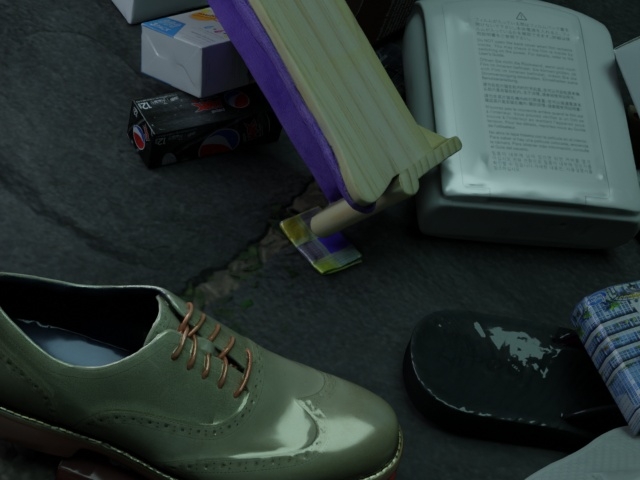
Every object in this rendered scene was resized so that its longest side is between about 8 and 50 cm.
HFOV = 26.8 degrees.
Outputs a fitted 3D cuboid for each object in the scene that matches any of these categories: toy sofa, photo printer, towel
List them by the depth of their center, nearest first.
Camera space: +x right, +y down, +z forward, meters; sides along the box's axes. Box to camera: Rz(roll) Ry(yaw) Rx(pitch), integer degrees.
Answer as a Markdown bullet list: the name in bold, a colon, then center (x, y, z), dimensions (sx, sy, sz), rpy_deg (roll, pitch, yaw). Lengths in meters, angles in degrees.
- **toy sofa**: center (-0.032, -0.185, 1.368), dimensions (0.177, 0.150, 0.362), rpy_deg (-36, 98, -43)
- **towel**: center (0.000, 0.000, 1.428), dimensions (0.060, 0.009, 0.083), rpy_deg (-19, 57, -33)
- **photo printer**: center (0.221, -0.146, 1.532), dimensions (0.256, 0.107, 0.307), rpy_deg (4, 61, -14)

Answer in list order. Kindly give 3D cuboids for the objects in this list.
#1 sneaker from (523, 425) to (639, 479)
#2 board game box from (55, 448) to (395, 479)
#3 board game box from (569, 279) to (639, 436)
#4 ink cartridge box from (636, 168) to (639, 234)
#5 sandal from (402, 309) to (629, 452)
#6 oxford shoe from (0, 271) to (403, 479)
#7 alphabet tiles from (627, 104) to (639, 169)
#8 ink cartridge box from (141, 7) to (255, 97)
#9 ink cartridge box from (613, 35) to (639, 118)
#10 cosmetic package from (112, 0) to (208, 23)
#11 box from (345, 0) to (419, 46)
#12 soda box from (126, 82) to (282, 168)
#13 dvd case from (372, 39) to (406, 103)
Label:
- **sneaker**: center (0.274, 0.261, 1.204), dimensions (0.296, 0.146, 0.105), rpy_deg (-11, 20, -42)
- **board game box**: center (-0.078, 0.203, 1.202), dimensions (0.281, 0.027, 0.145), rpy_deg (20, 46, 1)
- **board game box**: center (0.366, 0.112, 1.265), dimensions (0.194, 0.060, 0.194), rpy_deg (-10, 49, -17)
- **ink cartridge box**: center (0.542, -0.045, 1.602), dimensions (0.371, 0.069, 0.175), rpy_deg (-18, 55, -28)
- **sandal**: center (0.307, 0.138, 1.334), dimensions (0.446, 0.107, 0.167), rpy_deg (6, 48, -14)
- **oxford shoe**: center (-0.111, 0.125, 1.140), dimensions (0.397, 0.146, 0.140), rpy_deg (11, 45, -9)
- **alphabet tiles**: center (0.505, -0.105, 1.696), dimensions (0.237, 0.009, 0.198), rpy_deg (12, 46, -7)
- **ink cartridge box**: center (-0.099, -0.220, 1.506), dimensions (0.104, 0.061, 0.181), rpy_deg (27, 35, 37)
- **ink cartridge box**: center (0.404, -0.167, 1.568), dimensions (0.127, 0.072, 0.175), rpy_deg (71, 16, 10)
- **cosmetic package**: center (-0.212, -0.423, 1.598), dimensions (0.138, 0.224, 0.224), rpy_deg (-22, 59, -33)
- **box**: center (0.092, -0.370, 1.644), dimensions (0.143, 0.191, 0.381), rpy_deg (34, 38, 14)
- **soda box**: center (-0.123, -0.131, 1.477), dimensions (0.169, 0.053, 0.060), rpy_deg (-15, 54, -29)
- **dvd case**: center (0.008, -0.220, 1.629), dimensions (0.221, 0.018, 0.164), rpy_deg (34, 48, 13)
